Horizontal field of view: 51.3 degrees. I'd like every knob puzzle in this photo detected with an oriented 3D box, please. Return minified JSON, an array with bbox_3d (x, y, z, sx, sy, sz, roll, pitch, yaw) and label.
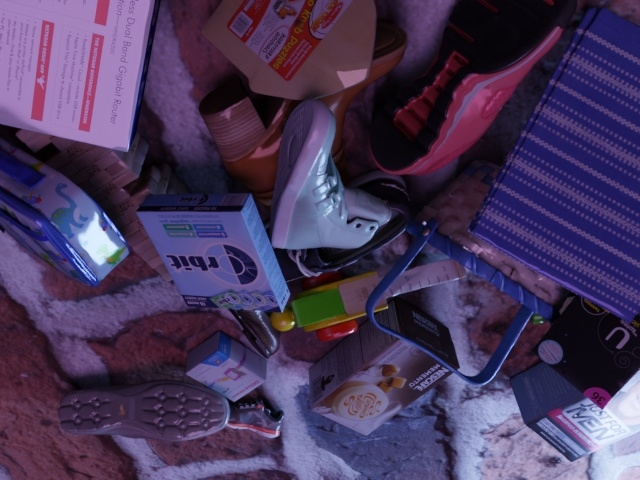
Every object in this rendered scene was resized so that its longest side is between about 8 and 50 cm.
[{"bbox_3d":[-0.017,-0.248,0.774,0.213,0.030,0.213,2,96,16],"label":"knob puzzle"}]

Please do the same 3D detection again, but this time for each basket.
[{"bbox_3d":[0.235,0.053,0.981,0.255,0.201,0.289,34,90,-27],"label":"basket"}]

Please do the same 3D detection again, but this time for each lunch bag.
[{"bbox_3d":[-0.370,-0.042,0.877,0.219,0.090,0.176,28,154,27],"label":"lunch bag"}]

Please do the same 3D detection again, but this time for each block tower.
[{"bbox_3d":[-0.269,-0.080,0.931,0.097,0.091,0.335,-27,126,18],"label":"block tower"}]

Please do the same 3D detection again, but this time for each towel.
[{"bbox_3d":[0.367,-0.099,0.841,0.243,0.040,0.336,29,93,3],"label":"towel"}]

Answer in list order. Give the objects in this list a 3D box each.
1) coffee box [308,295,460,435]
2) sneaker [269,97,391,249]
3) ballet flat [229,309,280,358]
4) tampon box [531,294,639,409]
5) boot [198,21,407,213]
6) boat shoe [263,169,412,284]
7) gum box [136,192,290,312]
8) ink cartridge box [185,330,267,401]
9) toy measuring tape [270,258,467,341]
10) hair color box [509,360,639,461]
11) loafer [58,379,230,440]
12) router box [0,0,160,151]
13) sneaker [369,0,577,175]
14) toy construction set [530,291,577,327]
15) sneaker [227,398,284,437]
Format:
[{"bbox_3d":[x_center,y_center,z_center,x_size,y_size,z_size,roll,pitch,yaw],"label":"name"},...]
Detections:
[{"bbox_3d":[0.109,0.233,1.206,0.141,0.098,0.246,32,121,-26],"label":"coffee box"},{"bbox_3d":[0.024,-0.076,0.837,0.151,0.094,0.256,3,147,-10],"label":"sneaker"},{"bbox_3d":[-0.125,0.102,1.112,0.058,0.084,0.250,-41,128,-18],"label":"ballet flat"},{"bbox_3d":[0.398,0.125,0.918,0.101,0.120,0.161,-8,134,-56],"label":"tampon box"},{"bbox_3d":[0.006,-0.146,0.889,0.283,0.109,0.220,-27,134,4],"label":"boot"},{"bbox_3d":[0.000,0.000,1.012,0.302,0.091,0.114,-34,123,22],"label":"boat shoe"},{"bbox_3d":[-0.141,0.019,0.904,0.157,0.041,0.184,0,132,22],"label":"gum box"},{"bbox_3d":[-0.170,0.232,1.218,0.088,0.052,0.122,-36,124,24],"label":"ink cartridge box"},{"bbox_3d":[0.073,0.089,1.101,0.330,0.121,0.121,-15,131,-14],"label":"toy measuring tape"},{"bbox_3d":[0.574,0.259,1.250,0.374,0.113,0.185,-36,123,23],"label":"hair color box"},{"bbox_3d":[-0.319,0.313,1.237,0.319,0.112,0.111,1,170,8],"label":"loafer"},{"bbox_3d":[-0.320,-0.290,0.698,0.301,0.082,0.335,12,111,-13],"label":"router box"},{"bbox_3d":[0.198,-0.206,0.868,0.314,0.116,0.136,-45,154,18],"label":"sneaker"},{"bbox_3d":[0.446,0.068,1.040,0.237,0.257,0.309,-6,110,17],"label":"toy construction set"},{"bbox_3d":[-0.143,0.335,1.315,0.158,0.061,0.065,22,98,-21],"label":"sneaker"}]
